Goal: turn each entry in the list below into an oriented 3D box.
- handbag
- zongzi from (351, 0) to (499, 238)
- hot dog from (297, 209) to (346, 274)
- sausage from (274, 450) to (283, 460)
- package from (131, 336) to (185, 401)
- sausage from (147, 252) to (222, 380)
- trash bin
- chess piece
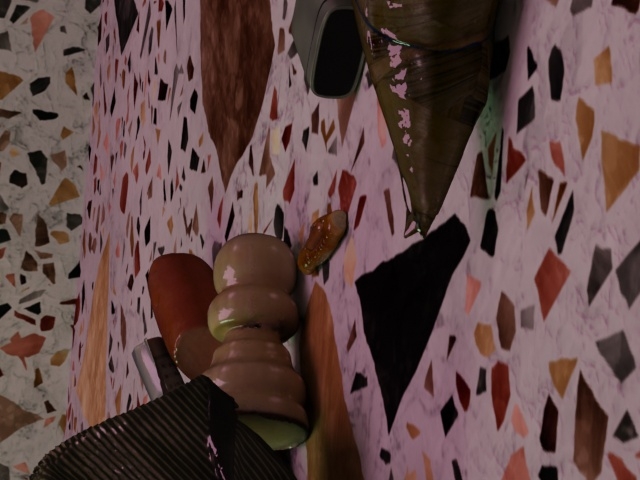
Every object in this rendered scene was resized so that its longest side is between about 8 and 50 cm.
[{"bbox_3d":[-0.137,0.312,1.810,0.340,0.240,0.247,49,163,-3],"label":"handbag"},{"bbox_3d":[0.082,-0.177,1.538,0.260,0.123,0.289,-118,31,-68],"label":"zongzi"},{"bbox_3d":[-0.001,0.000,1.930,0.137,0.028,0.044,127,150,-64],"label":"hot dog"},{"bbox_3d":[-0.088,0.299,2.054,0.348,0.094,0.097,-105,21,-44],"label":"sausage"},{"bbox_3d":[-0.207,0.247,2.417,0.251,0.062,0.204,113,133,-77],"label":"package"},{"bbox_3d":[-0.183,0.100,2.374,0.259,0.114,0.113,-118,35,-58],"label":"sausage"},{"bbox_3d":[0.010,-0.239,1.878,0.130,0.059,0.116,-109,28,-54],"label":"trash bin"},{"bbox_3d":[-0.078,0.115,2.021,0.143,0.143,0.260,124,152,-60],"label":"chess piece"}]
